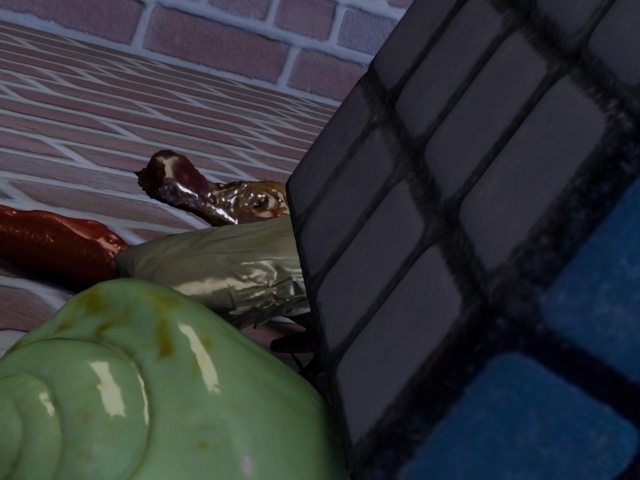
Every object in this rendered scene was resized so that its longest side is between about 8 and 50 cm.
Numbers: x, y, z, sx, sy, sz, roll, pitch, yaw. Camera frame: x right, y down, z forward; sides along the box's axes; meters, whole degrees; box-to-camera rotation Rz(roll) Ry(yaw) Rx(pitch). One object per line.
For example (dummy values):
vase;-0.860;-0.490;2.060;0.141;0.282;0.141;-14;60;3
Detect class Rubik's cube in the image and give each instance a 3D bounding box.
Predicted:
Rubik's cube;0.216;-0.013;0.669;0.337;0.344;0.343;31;16;-16

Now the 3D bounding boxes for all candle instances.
candle;-0.207;-0.002;1.061;0.162;0.053;0.048;18;4;13

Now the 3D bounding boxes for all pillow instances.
pillow;-0.016;0.015;0.986;0.230;0.050;0.148;-8;25;-19

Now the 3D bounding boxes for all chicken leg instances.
chicken leg;-0.002;0.000;1.285;0.323;0.083;0.177;20;-2;4

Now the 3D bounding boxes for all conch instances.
conch;-0.036;0.112;0.589;0.251;0.137;0.143;34;-26;-28

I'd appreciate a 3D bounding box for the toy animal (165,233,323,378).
toy animal;0.019;0.039;1.117;0.195;0.090;0.324;7;14;-24
